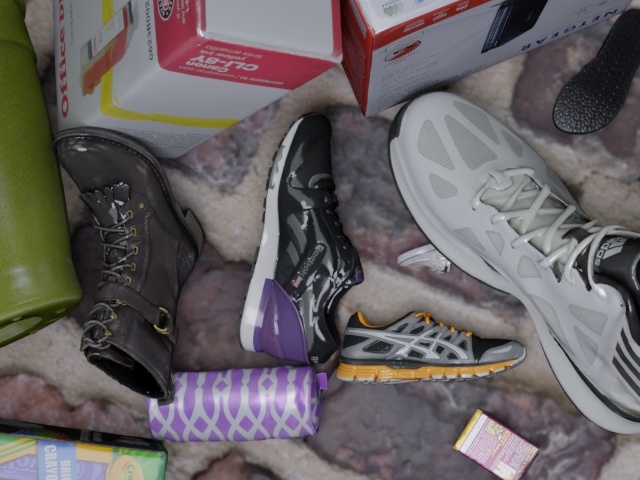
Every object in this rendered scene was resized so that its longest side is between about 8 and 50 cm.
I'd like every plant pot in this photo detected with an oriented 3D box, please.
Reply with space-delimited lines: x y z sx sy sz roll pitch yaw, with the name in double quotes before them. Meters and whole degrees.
"plant pot" -0.434 -0.046 1.307 0.367 0.366 0.352 -24 84 5

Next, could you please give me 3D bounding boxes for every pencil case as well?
"pencil case" -0.099 0.185 1.366 0.206 0.088 0.086 -1 104 8

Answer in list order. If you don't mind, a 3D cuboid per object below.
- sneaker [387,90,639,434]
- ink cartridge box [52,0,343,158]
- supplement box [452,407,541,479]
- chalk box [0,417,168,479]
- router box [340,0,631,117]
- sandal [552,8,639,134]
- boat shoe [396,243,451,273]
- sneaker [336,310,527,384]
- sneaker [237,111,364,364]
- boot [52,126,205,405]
"sneaker" 0.261 -0.013 1.234 0.169 0.257 0.447 -37 83 -20
"ink cartridge box" -0.148 -0.267 1.263 0.161 0.385 0.279 3 77 -31
"supplement box" 0.197 0.231 1.339 0.083 0.043 0.055 33 89 11
"chalk box" -0.262 0.302 1.309 0.289 0.180 0.179 10 84 -8
"router box" 0.188 -0.262 1.248 0.336 0.301 0.082 -23 82 -2
"sandal" 0.329 -0.187 1.378 0.067 0.040 0.179 36 75 5
"boat shoe" 0.139 0.021 1.378 0.100 0.035 0.035 -13 79 0
"sneaker" 0.123 0.119 1.346 0.215 0.084 0.083 -1 78 9
"sneaker" 0.000 0.000 1.363 0.124 0.107 0.283 12 94 16
"boot" -0.215 0.029 1.294 0.091 0.263 0.229 -16 44 29
